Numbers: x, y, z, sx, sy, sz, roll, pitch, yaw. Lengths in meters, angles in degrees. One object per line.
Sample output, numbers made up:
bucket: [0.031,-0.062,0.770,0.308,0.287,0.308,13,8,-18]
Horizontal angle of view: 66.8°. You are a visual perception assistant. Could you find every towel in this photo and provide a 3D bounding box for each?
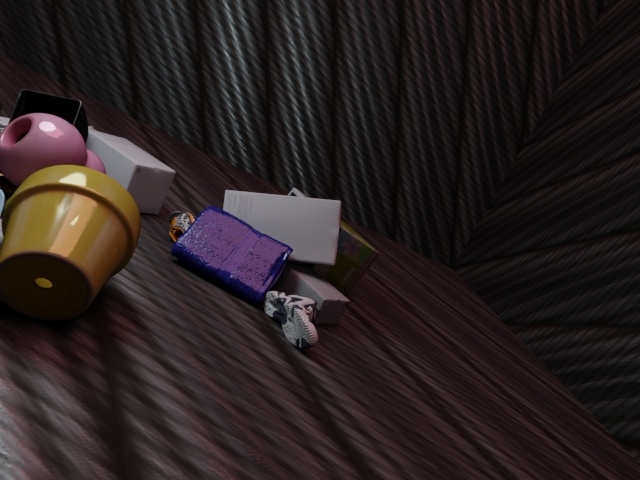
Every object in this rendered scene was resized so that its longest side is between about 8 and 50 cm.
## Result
towel: [-0.263,0.042,1.469,0.309,0.076,0.227,30,51,3]

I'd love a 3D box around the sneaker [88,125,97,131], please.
sneaker: [-0.921,-0.394,1.971,0.263,0.120,0.099,26,13,-2]

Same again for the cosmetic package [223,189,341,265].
cosmetic package: [-0.127,-0.038,1.614,0.386,0.216,0.156,8,-4,1]

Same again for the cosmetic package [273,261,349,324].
cosmetic package: [-0.035,0.167,1.562,0.127,0.107,0.238,12,22,-45]

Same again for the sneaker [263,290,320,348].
sneaker: [-0.041,0.217,1.357,0.153,0.093,0.235,5,14,-39]

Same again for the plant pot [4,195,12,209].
plant pot: [-0.693,-0.071,1.168,0.096,0.134,0.134,3,12,4]

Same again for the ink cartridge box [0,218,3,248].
ink cartridge box: [-0.702,-0.007,0.995,0.105,0.061,0.181,19,15,-27]

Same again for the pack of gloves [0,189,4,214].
pack of gloves: [-0.687,-0.032,0.875,0.195,0.046,0.232,-19,40,-15]

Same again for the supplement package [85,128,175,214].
supplement package: [-0.686,-0.235,1.682,0.293,0.175,0.178,32,13,26]

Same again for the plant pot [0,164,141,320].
plant pot: [-0.502,0.016,0.948,0.254,0.253,0.238,22,29,-21]

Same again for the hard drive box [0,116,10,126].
hard drive box: [-0.999,-0.342,1.681,0.181,0.089,0.232,29,13,13]

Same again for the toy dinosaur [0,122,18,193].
toy dinosaur: [-0.843,-0.205,1.338,0.218,0.164,0.322,49,9,21]

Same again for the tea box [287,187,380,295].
tea box: [0.000,0.000,1.918,0.324,0.219,0.329,32,9,-29]

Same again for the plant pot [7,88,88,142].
plant pot: [-0.847,-0.339,1.544,0.188,0.187,0.167,11,-15,-2]

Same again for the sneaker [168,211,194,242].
sneaker: [-0.454,-0.036,1.578,0.083,0.084,0.215,8,23,-42]

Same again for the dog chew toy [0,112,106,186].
dog chew toy: [-0.677,-0.179,1.295,0.207,0.206,0.331,35,-13,33]

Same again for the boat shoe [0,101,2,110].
boat shoe: [-0.983,-0.275,1.204,0.127,0.341,0.158,82,-9,-61]
